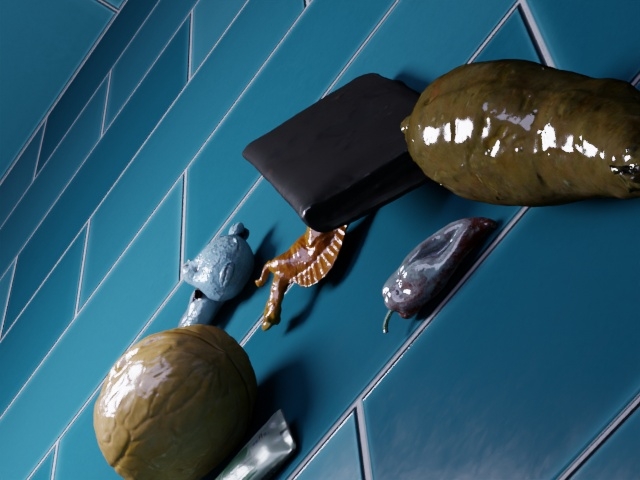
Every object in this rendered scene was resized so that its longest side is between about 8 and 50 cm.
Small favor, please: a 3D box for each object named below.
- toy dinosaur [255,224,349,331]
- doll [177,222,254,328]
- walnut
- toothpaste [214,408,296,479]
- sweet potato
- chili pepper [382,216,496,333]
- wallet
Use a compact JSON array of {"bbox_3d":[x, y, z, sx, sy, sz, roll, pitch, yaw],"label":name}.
[{"bbox_3d":[-0.001,0.001,1.740,0.212,0.057,0.142,-40,29,43],"label":"toy dinosaur"},{"bbox_3d":[-0.149,0.060,1.983,0.180,0.075,0.120,-48,19,29],"label":"doll"},{"bbox_3d":[-0.159,0.181,1.717,0.197,0.165,0.165,-40,27,36],"label":"walnut"},{"bbox_3d":[-0.099,0.265,1.627,0.218,0.041,0.064,-50,34,18],"label":"toothpaste"},{"bbox_3d":[0.187,-0.083,1.307,0.130,0.130,0.423,-61,25,-4],"label":"sweet potato"},{"bbox_3d":[0.102,0.026,1.475,0.153,0.041,0.050,-48,64,29],"label":"chili pepper"},{"bbox_3d":[0.030,-0.106,1.728,0.197,0.051,0.377,-31,19,-5],"label":"wallet"}]
